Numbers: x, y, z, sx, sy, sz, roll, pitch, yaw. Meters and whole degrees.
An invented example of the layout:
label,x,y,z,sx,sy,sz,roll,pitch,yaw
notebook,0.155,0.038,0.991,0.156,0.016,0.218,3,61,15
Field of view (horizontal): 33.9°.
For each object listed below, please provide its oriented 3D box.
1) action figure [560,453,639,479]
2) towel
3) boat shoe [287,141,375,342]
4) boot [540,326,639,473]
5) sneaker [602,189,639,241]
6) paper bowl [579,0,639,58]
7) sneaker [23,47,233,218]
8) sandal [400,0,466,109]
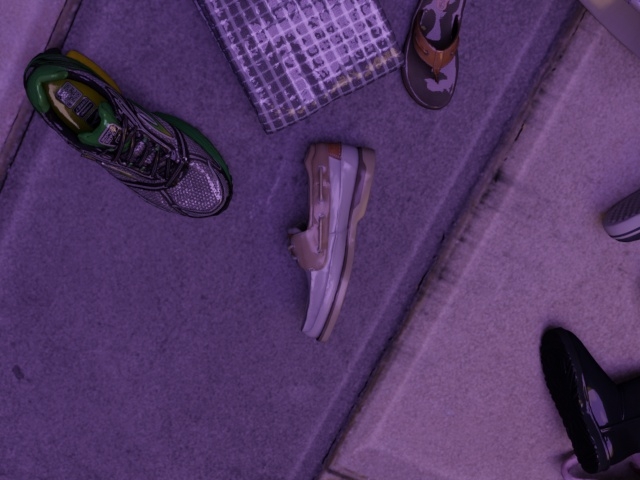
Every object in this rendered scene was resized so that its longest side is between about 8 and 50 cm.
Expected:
label,x,y,z,sx,sy,sz,roll,pitch,yaw
action figure,0.602,0.430,1.642,0.248,0.370,0.275,-32,96,-19
towel,-0.040,-0.320,1.465,0.235,0.121,0.283,-28,108,2
boat shoe,0.000,0.000,1.580,0.103,0.113,0.302,11,95,-8
boot,0.486,0.237,1.709,0.207,0.094,0.246,-16,83,-21
sneaker,0.598,-0.057,1.607,0.321,0.126,0.127,-28,102,2
paper bowl,0.465,-0.343,1.421,0.284,0.284,0.148,42,99,-16
sneaker,-0.277,-0.134,1.486,0.344,0.146,0.134,33,101,-15
sandal,0.174,-0.298,1.524,0.090,0.060,0.219,11,106,-9
